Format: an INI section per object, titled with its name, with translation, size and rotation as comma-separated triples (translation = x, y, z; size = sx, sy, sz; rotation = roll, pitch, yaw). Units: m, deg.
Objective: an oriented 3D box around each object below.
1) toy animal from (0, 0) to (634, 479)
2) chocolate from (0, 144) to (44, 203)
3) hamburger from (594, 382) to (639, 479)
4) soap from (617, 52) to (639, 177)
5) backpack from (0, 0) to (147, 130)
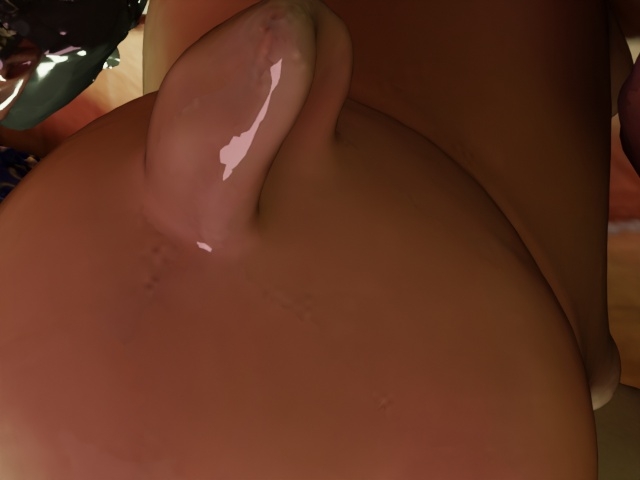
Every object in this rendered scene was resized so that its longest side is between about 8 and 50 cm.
[toy animal]
translation = 0.000, 0.000, 0.647
size = 0.269, 0.326, 0.237
rotation = 22, 146, -40
[chocolate]
translation = -0.074, 0.024, 0.958
size = 0.343, 0.126, 0.148
rotation = 9, 178, 32
[hamburger]
translation = 0.099, 0.168, 0.864
size = 0.227, 0.151, 0.295
rotation = -22, 141, 28
[soap]
translation = 0.252, -0.009, 0.597
size = 0.325, 0.127, 0.220
rotation = 45, 145, -14
[backpack]
translation = -0.156, -0.121, 0.839
size = 0.165, 0.106, 0.120
rotation = 34, 152, -5
